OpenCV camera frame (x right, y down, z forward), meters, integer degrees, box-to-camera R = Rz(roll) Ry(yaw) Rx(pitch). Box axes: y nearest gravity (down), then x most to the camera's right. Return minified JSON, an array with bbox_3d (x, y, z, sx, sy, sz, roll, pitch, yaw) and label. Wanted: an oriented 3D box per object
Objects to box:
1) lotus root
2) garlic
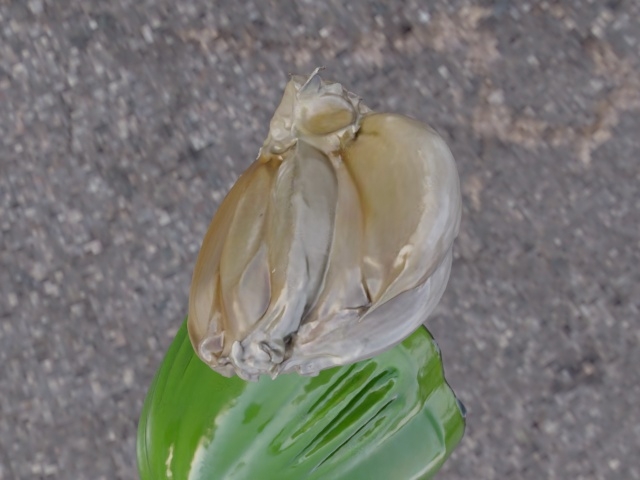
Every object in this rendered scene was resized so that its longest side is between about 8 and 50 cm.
[{"bbox_3d":[-0.038,0.118,0.952,0.186,0.186,0.186,-12,129,-15],"label":"lotus root"},{"bbox_3d":[0.003,0.004,0.573,0.074,0.094,0.113,15,153,-35],"label":"garlic"}]
